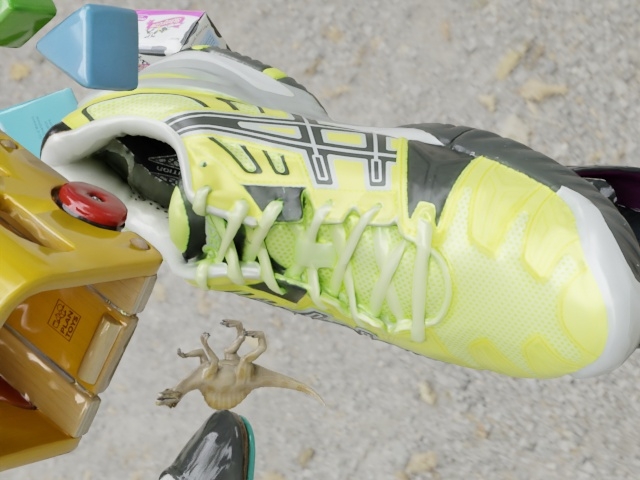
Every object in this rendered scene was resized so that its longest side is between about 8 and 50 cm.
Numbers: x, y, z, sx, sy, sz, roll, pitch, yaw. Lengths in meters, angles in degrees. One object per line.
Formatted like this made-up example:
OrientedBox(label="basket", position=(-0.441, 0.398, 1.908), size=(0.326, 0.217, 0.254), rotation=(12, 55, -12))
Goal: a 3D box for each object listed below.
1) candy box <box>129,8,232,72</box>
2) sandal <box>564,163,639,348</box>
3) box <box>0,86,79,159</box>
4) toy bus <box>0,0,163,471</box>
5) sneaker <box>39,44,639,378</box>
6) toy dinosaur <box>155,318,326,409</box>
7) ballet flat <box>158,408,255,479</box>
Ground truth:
OrientedBox(label="candy box", position=(-0.160, -0.180, 1.624), size=(0.159, 0.233, 0.071), rotation=(9, 59, 35))
OrientedBox(label="sandal", position=(0.232, 0.003, 0.985), size=(0.445, 0.107, 0.167), rotation=(3, 54, 21))
OrientedBox(label="box", position=(-0.218, -0.049, 1.046), size=(0.060, 0.244, 0.100), rotation=(-23, 94, -16))
OrientedBox(label="toy bus", position=(-0.162, -0.001, 0.497), size=(0.202, 0.104, 0.191), rotation=(-17, 85, 30))
OrientedBox(label="sneaker", position=(0.000, 0.000, 0.761), size=(0.384, 0.147, 0.145), rotation=(20, 122, 34))
OrientedBox(label="toy dinosaur", position=(-0.084, 0.132, 1.357), size=(0.053, 0.183, 0.093), rotation=(-141, 53, -63))
OrientedBox(label="ballet flat", position=(-0.116, 0.265, 1.005), size=(0.095, 0.096, 0.280), rotation=(23, 106, 59))
